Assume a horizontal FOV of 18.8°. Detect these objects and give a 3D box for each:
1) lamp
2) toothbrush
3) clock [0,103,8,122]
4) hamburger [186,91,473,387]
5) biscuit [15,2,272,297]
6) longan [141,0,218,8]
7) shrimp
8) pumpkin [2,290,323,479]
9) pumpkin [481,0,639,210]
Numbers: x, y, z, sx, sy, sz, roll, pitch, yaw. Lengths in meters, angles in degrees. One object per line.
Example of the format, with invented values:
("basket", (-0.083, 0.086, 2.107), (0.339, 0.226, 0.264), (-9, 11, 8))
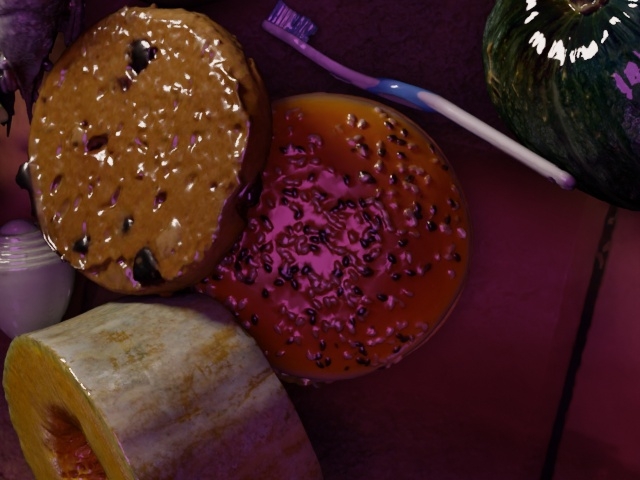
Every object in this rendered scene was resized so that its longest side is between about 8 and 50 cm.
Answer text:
("lamp", (-0.296, 0.072, 1.955), (0.106, 0.106, 0.193), (-3, 101, 4))
("toothbrush", (0.088, -0.135, 1.871), (0.386, 0.040, 0.040), (34, 95, 29))
("clock", (-0.396, -0.042, 1.925), (0.170, 0.069, 0.232), (-18, 133, -30))
("hamburger", (0.000, 0.000, 1.890), (0.300, 0.176, 0.300), (0, 91, 3))
("biscuit", (-0.160, -0.085, 1.824), (0.296, 0.075, 0.295), (-5, 81, 36))
("longan", (-0.121, -0.337, 1.859), (0.246, 0.215, 0.246), (0, 85, 0))
("shrimp", (-0.294, -0.240, 1.900), (0.116, 0.145, 0.343), (-3, 129, -17))
("pumpkin", (-0.141, 0.208, 1.850), (0.199, 0.332, 0.332), (-23, 91, -27))
("pumpkin", (0.276, -0.141, 1.815), (0.263, 0.293, 0.197), (26, 100, -38))
